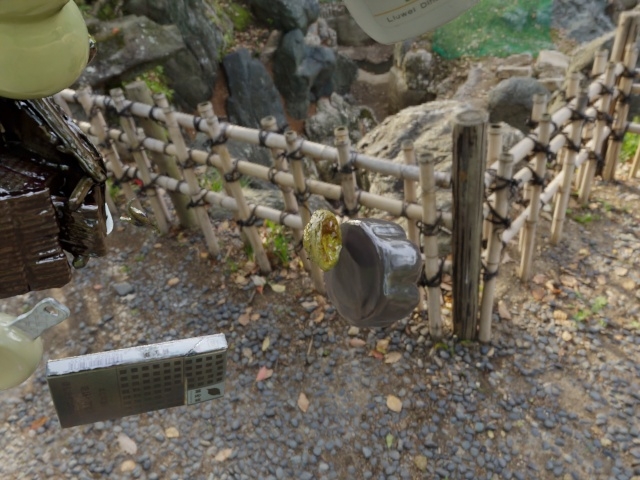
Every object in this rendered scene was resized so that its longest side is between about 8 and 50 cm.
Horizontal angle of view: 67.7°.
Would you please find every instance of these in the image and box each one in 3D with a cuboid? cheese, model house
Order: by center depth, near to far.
[{"bbox_3d":[-0.447,-0.081,0.609,0.297,0.317,0.282,14,32,-4],"label":"model house"},{"bbox_3d":[-0.535,0.186,0.842,0.249,0.163,0.071,-14,36,3],"label":"cheese"}]

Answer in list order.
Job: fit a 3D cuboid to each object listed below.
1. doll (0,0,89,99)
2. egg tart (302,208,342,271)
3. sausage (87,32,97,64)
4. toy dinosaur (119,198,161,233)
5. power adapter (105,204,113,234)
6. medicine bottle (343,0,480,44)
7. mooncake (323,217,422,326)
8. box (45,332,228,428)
[{"bbox_3d":[-0.218,-0.194,0.323,0.141,0.117,0.296,-21,-4,-32],"label":"doll"},{"bbox_3d":[0.000,0.000,0.963,0.052,0.130,0.130,-1,38,27],"label":"egg tart"},{"bbox_3d":[-0.635,-0.500,1.202,0.125,0.117,0.317,-21,47,-28],"label":"sausage"},{"bbox_3d":[-0.336,-0.044,0.863,0.058,0.180,0.037,10,82,-2],"label":"toy dinosaur"},{"bbox_3d":[-0.653,-0.039,1.229,0.187,0.124,0.255,-21,1,-41],"label":"power adapter"},{"bbox_3d":[0.052,-0.338,0.415,0.179,0.324,0.124,-22,58,21],"label":"medicine bottle"},{"bbox_3d":[0.110,0.068,1.028,0.133,0.245,0.245,0,33,-26],"label":"mooncake"},{"bbox_3d":[-0.355,0.282,0.961,0.325,0.180,0.047,-4,41,-21],"label":"box"}]
